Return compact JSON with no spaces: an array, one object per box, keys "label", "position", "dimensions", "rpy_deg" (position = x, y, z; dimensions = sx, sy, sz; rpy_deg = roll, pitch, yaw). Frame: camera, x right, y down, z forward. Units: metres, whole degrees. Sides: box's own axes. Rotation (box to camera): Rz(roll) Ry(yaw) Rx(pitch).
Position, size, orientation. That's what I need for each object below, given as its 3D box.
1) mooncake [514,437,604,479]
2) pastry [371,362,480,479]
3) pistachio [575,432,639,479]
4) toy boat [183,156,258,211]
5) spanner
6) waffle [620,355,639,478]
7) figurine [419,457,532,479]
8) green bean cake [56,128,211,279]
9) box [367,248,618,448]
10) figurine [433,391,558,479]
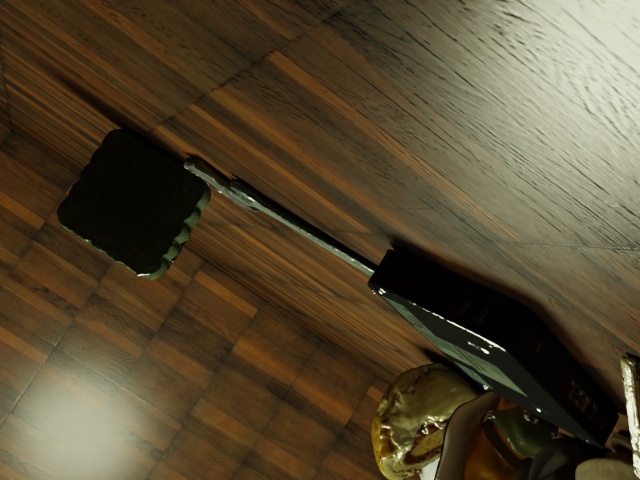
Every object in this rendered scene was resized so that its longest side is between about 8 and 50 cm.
[{"label":"mooncake","position":[0.405,0.481,1.685],"dimensions":[0.154,0.306,0.306],"rpy_deg":[39,172,1]},{"label":"pastry","position":[0.193,0.332,1.849],"dimensions":[0.170,0.237,0.256],"rpy_deg":[60,-174,22]},{"label":"pistachio","position":[0.428,0.353,1.257],"dimensions":[0.197,0.166,0.288],"rpy_deg":[61,167,-17]},{"label":"toy boat","position":[-0.140,-0.080,1.380],"dimensions":[0.115,0.016,0.063],"rpy_deg":[36,171,-26]},{"label":"spanner","position":[0.000,0.000,1.307],"dimensions":[0.302,0.017,0.071],"rpy_deg":[32,171,6]},{"label":"waffle","position":[0.335,0.155,0.941],"dimensions":[0.023,0.097,0.153],"rpy_deg":[24,136,55]},{"label":"figurine","position":[0.310,0.485,2.219],"dimensions":[0.361,0.253,0.211],"rpy_deg":[35,160,52]},{"label":"green bean cake","position":[-0.281,-0.053,1.494],"dimensions":[0.185,0.183,0.094],"rpy_deg":[31,173,12]},{"label":"box","position":[0.212,0.134,1.148],"dimensions":[0.211,0.058,0.350],"rpy_deg":[27,169,43]},{"label":"figurine","position":[0.302,0.352,1.585],"dimensions":[0.166,0.250,0.141],"rpy_deg":[40,151,-23]}]
